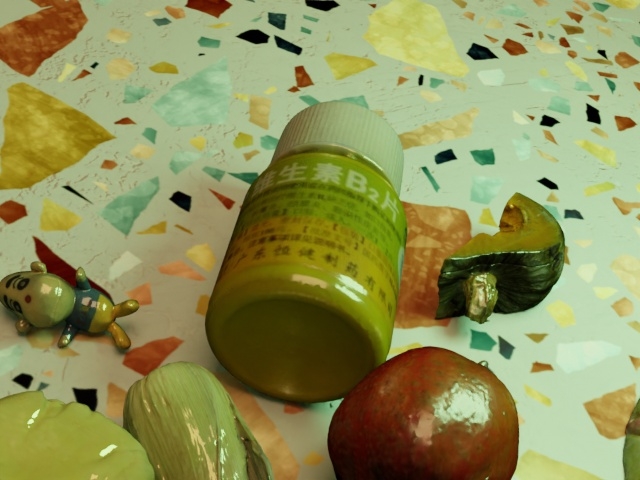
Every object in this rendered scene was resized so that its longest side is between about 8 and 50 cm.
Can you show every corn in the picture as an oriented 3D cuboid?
[{"bbox_3d":[-0.118,0.267,0.989,0.123,0.122,0.305,-14,53,-26],"label":"corn"}]

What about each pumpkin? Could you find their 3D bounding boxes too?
[{"bbox_3d":[0.267,0.040,1.332,0.126,0.131,0.248,34,48,18],"label":"pumpkin"}]

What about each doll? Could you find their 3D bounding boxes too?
[{"bbox_3d":[-0.316,0.080,1.156,0.179,0.102,0.089,13,1,2],"label":"doll"}]

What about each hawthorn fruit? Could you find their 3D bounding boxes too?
[{"bbox_3d":[0.127,0.217,1.045,0.215,0.215,0.249,37,59,21],"label":"hawthorn fruit"}]

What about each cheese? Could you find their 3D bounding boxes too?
[{"bbox_3d":[-0.278,0.249,0.904,0.214,0.117,0.226,32,35,-3],"label":"cheese"}]

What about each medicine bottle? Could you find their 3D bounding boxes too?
[{"bbox_3d":[0.000,0.000,1.224,0.224,0.224,0.384,15,42,-1],"label":"medicine bottle"}]

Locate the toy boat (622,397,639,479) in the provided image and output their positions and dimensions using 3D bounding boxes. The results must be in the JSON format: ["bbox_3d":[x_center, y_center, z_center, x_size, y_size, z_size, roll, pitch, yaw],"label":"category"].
[{"bbox_3d":[0.524,0.254,1.212,0.293,0.111,0.276,-3,39,-5],"label":"toy boat"}]
